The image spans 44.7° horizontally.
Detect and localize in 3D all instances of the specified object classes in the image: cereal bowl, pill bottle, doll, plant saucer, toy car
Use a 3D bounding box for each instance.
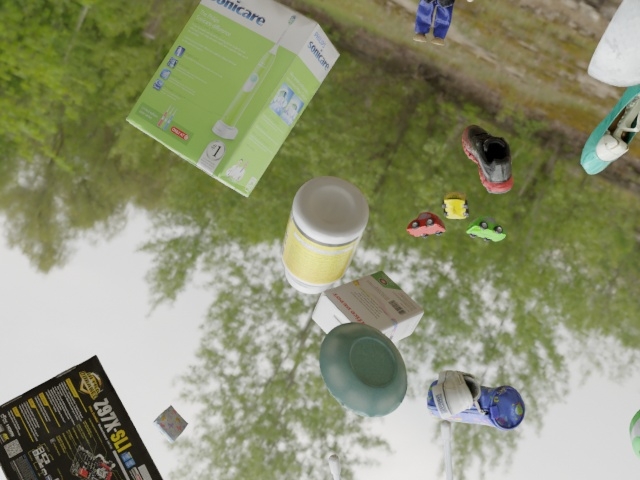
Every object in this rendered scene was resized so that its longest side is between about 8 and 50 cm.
[{"bbox_3d":[0.678,-0.445,1.525,0.141,0.338,0.339,34,-168,14],"label":"cereal bowl"},{"bbox_3d":[0.000,0.000,1.998,0.188,0.188,0.334,28,147,6],"label":"pill bottle"},{"bbox_3d":[0.240,-0.489,1.545,0.129,0.188,0.046,15,-153,14],"label":"doll"},{"bbox_3d":[0.091,0.236,1.474,0.195,0.037,0.194,15,-127,-21],"label":"plant saucer"},{"bbox_3d":[0.363,-0.051,1.964,0.225,0.053,0.239,16,155,-16],"label":"toy car"}]

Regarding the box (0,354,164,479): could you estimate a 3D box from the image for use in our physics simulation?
[{"bbox_3d":[-0.493,0.432,1.562,0.322,0.257,0.079,57,159,12],"label":"box"}]

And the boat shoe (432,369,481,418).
[{"bbox_3d":[0.296,0.319,1.636,0.258,0.084,0.095,-10,-100,-76],"label":"boat shoe"}]

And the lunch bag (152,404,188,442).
[{"bbox_3d":[-0.375,0.457,1.921,0.071,0.053,0.083,47,-168,-4],"label":"lunch bag"}]

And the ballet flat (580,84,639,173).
[{"bbox_3d":[0.665,-0.246,1.725,0.083,0.247,0.087,22,-157,-14],"label":"ballet flat"}]

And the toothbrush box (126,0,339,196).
[{"bbox_3d":[-0.139,-0.248,1.251,0.206,0.283,0.122,32,-179,22],"label":"toothbrush box"}]

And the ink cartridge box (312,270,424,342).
[{"bbox_3d":[0.144,0.224,2.370,0.278,0.117,0.201,-17,-129,-43],"label":"ink cartridge box"}]

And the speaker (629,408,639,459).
[{"bbox_3d":[0.579,0.373,1.183,0.131,0.131,0.296,25,-158,-12],"label":"speaker"}]

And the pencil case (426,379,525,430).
[{"bbox_3d":[0.418,0.451,2.148,0.133,0.119,0.306,-2,176,-31],"label":"pencil case"}]

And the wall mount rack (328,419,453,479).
[{"bbox_3d":[0.153,0.487,1.338,0.350,0.304,0.130,-15,169,-9],"label":"wall mount rack"}]

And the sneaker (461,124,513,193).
[{"bbox_3d":[0.484,-0.265,2.249,0.098,0.135,0.276,-12,-134,-4],"label":"sneaker"}]
